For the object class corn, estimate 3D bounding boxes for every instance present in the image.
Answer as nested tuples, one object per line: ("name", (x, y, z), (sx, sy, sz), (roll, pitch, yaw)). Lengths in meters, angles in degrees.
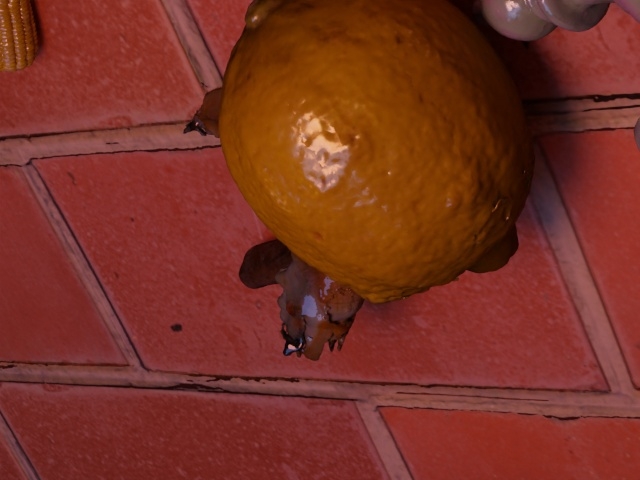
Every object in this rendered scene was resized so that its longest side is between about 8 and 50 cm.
("corn", (-0.333, -0.249, 1.780), (0.085, 0.063, 0.165), (29, 139, 29))

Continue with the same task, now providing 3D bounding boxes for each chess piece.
("chess piece", (0.205, -0.205, 1.355), (0.139, 0.139, 0.271), (55, 151, -16))

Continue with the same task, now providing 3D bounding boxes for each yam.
("yam", (0.000, 0.000, 1.749), (0.241, 0.057, 0.057), (-24, 109, 48))

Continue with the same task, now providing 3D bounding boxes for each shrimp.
("shrimp", (-0.029, -0.046, 1.677), (0.185, 0.068, 0.287), (-46, 71, 39))

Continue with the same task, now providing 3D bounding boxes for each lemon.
("lemon", (0.051, -0.086, 1.478), (0.320, 0.245, 0.245), (46, 141, -16))

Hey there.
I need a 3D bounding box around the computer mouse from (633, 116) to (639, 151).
("computer mouse", (0.311, -0.092, 1.429), (0.110, 0.032, 0.056), (-8, 122, 31))
